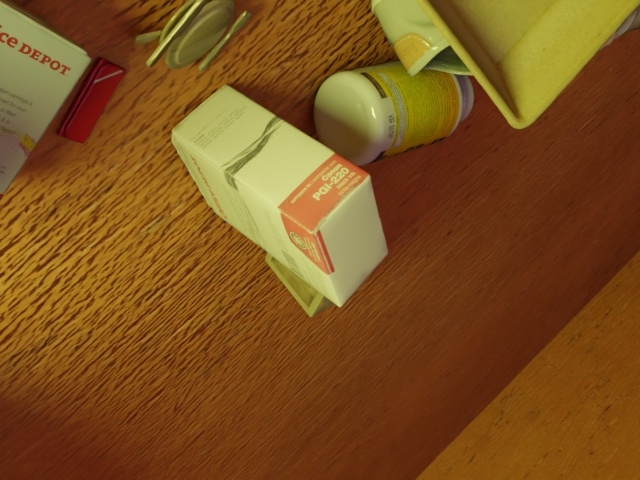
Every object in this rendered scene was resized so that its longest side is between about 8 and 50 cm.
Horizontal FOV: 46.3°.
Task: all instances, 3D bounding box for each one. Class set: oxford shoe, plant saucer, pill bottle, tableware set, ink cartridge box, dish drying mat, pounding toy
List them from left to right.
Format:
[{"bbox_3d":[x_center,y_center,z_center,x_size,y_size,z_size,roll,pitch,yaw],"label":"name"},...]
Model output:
[{"bbox_3d":[-0.281,-0.109,0.572,0.175,0.072,0.127,-54,149,6],"label":"ink cartridge box"},{"bbox_3d":[-0.214,-0.130,0.702,0.083,0.008,0.032,-57,150,11],"label":"dish drying mat"},{"bbox_3d":[-0.087,-0.241,0.692,0.194,0.039,0.128,-45,177,17],"label":"tableware set"},{"bbox_3d":[-0.042,-0.049,0.811,0.092,0.218,0.158,-47,150,-17],"label":"ink cartridge box"},{"bbox_3d":[0.000,0.000,1.028,0.100,0.141,0.130,-25,156,-37],"label":"pounding toy"},{"bbox_3d":[0.102,-0.172,0.966,0.215,0.117,0.117,-21,139,-39],"label":"pill bottle"},{"bbox_3d":[0.202,-0.339,0.734,0.333,0.081,0.333,-48,120,-1],"label":"plant saucer"},{"bbox_3d":[0.280,-0.264,0.910,0.449,0.130,0.169,-7,175,-14],"label":"oxford shoe"}]
